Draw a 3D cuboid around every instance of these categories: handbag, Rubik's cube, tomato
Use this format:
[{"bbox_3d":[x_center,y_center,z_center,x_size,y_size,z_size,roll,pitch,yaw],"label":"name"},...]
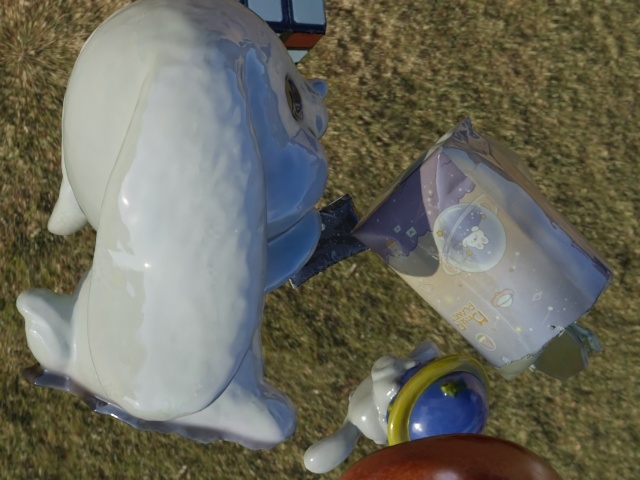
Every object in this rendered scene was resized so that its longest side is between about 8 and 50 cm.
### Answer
[{"bbox_3d":[0.120,0.011,0.545,0.173,0.117,0.095,45,46,-1],"label":"handbag"},{"bbox_3d":[-0.098,-0.298,0.932,0.163,0.162,0.160,-4,83,-23],"label":"Rubik's cube"},{"bbox_3d":[0.133,0.360,0.821,0.290,0.293,0.325,-6,141,15],"label":"tomato"}]

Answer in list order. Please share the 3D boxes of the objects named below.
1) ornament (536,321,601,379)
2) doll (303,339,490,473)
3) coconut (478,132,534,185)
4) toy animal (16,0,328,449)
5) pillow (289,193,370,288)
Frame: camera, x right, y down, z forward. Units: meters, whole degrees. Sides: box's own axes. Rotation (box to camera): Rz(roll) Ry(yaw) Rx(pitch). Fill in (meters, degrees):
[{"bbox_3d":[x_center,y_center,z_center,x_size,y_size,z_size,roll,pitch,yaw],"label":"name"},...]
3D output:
[{"bbox_3d":[0.266,0.115,1.069,0.201,0.180,0.059,43,60,7],"label":"ornament"},{"bbox_3d":[0.114,0.257,1.186,0.311,0.242,0.159,-33,127,-17],"label":"doll"},{"bbox_3d":[0.250,-0.063,1.341,0.227,0.230,0.227,0,84,-3],"label":"coconut"},{"bbox_3d":[-0.106,-0.012,0.521,0.174,0.249,0.289,-1,95,-34],"label":"toy animal"},{"bbox_3d":[0.000,0.000,1.677,0.208,0.055,0.141,-29,101,-1],"label":"pillow"}]
